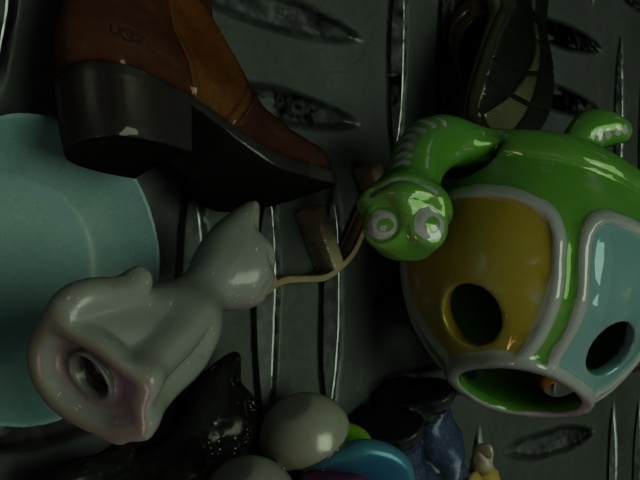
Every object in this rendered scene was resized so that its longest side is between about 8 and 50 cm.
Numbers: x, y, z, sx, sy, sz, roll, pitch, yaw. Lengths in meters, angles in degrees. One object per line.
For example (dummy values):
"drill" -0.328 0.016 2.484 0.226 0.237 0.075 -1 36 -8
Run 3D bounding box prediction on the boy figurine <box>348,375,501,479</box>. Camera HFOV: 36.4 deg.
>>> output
"boy figurine" 0.121 0.268 0.929 0.177 0.092 0.285 -40 120 -41

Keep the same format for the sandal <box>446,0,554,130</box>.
"sandal" 0.180 -0.210 1.005 0.120 0.086 0.303 45 43 -38

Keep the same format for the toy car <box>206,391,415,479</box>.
"toy car" 0.006 0.219 0.761 0.182 0.136 0.159 -44 121 -38

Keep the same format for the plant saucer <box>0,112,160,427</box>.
"plant saucer" -0.188 0.018 0.616 0.195 0.037 0.195 1 89 -49

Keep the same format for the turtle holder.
"turtle holder" 0.183 0.017 0.859 0.320 0.243 0.228 62 37 -58

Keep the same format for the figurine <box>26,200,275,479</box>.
"figurine" -0.095 0.093 0.643 0.209 0.092 0.215 -41 145 -57

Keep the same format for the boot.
"boot" -0.090 -0.171 0.706 0.264 0.096 0.281 11 67 -47

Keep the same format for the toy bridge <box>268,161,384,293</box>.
"toy bridge" 0.000 0.000 0.837 0.188 0.026 0.063 -40 120 -41
